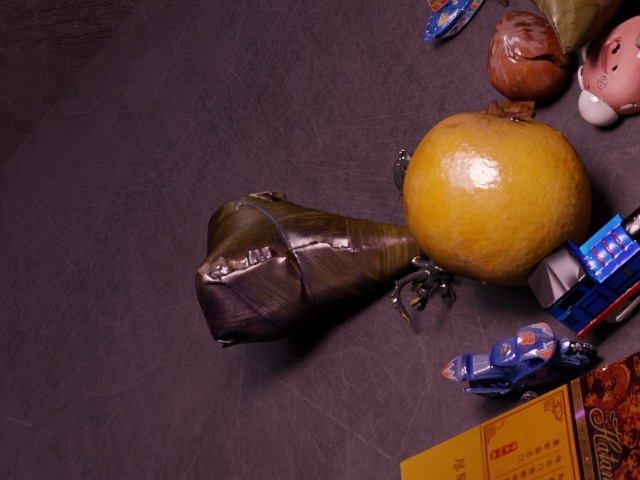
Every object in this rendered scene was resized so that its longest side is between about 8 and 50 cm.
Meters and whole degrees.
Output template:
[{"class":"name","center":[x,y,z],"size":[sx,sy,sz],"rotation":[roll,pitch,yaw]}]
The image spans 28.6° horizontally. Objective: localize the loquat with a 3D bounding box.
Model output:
[{"class":"loquat","center":[0.259,-0.072,1.810],"size":[0.275,0.275,0.275],"rotation":[-31,42,33]}]

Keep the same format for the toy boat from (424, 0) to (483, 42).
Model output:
[{"class":"toy boat","center":[0.229,-0.440,2.283],"size":[0.175,0.110,0.091],"rotation":[-58,34,3]}]

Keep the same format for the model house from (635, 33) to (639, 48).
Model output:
[{"class":"model house","center":[0.565,-0.337,1.746],"size":[0.229,0.122,0.188],"rotation":[0,66,35]}]

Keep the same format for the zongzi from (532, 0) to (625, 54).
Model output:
[{"class":"zongzi","center":[0.451,-0.442,1.908],"size":[0.323,0.160,0.360],"rotation":[-44,18,22]}]

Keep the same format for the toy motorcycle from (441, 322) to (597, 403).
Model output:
[{"class":"toy motorcycle","center":[0.275,0.168,1.733],"size":[0.205,0.114,0.076],"rotation":[-26,46,37]}]

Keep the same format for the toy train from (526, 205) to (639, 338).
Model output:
[{"class":"toy train","center":[0.390,0.035,1.681],"size":[0.204,0.131,0.083],"rotation":[-44,36,19]}]

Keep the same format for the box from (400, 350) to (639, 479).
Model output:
[{"class":"box","center":[0.293,0.335,1.577],"size":[0.415,0.115,0.264],"rotation":[-32,40,32]}]

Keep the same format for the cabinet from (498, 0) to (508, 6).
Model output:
[{"class":"cabinet","center":[0.347,-0.562,2.197],"size":[0.174,0.148,0.215],"rotation":[-24,47,39]}]

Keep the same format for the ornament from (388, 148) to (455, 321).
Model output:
[{"class":"ornament","center":[0.155,0.000,1.947],"size":[0.080,0.202,0.236],"rotation":[9,73,46]}]

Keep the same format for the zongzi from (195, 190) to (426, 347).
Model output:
[{"class":"zongzi","center":[0.000,0.000,2.217],"size":[0.432,0.208,0.403],"rotation":[-18,21,4]}]

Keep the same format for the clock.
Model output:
[{"class":"clock","center":[0.453,-0.262,1.879],"size":[0.162,0.092,0.166],"rotation":[-23,47,44]}]

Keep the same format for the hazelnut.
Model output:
[{"class":"hazelnut","center":[0.327,-0.295,2.017],"size":[0.143,0.143,0.154],"rotation":[-26,54,38]}]
